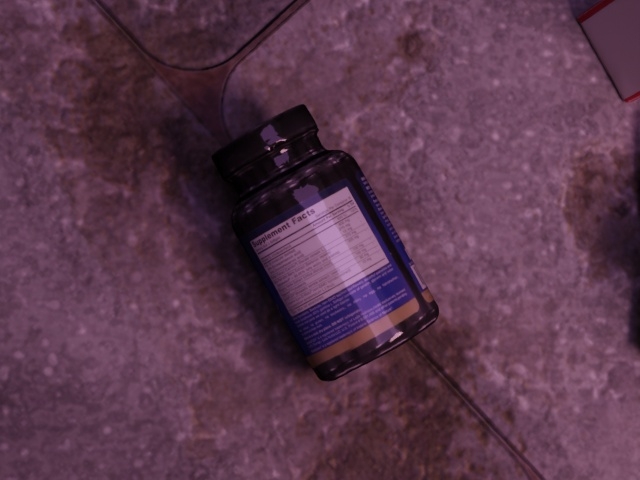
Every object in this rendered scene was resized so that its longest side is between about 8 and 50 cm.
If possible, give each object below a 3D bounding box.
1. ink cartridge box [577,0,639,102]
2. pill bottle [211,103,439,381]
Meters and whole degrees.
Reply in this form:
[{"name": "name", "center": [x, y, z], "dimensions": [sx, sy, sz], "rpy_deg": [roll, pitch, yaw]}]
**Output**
[{"name": "ink cartridge box", "center": [0.378, -0.235, 1.664], "dimensions": [0.237, 0.172, 0.100], "rpy_deg": [-30, 90, -15]}, {"name": "pill bottle", "center": [0.000, 0.000, 1.575], "dimensions": [0.123, 0.123, 0.219], "rpy_deg": [-29, 89, -15]}]
